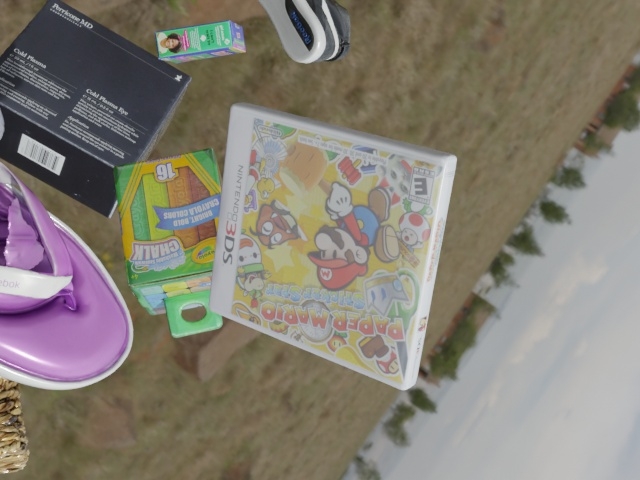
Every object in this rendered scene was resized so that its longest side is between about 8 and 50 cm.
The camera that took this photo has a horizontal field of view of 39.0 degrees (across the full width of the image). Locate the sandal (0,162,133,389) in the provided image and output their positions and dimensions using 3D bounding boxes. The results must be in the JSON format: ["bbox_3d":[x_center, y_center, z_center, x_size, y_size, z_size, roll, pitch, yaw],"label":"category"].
[{"bbox_3d":[-0.324,-0.015,0.831,0.102,0.416,0.169,-15,-148,48],"label":"sandal"}]

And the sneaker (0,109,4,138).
[{"bbox_3d":[-0.569,-0.277,1.449,0.269,0.101,0.153,88,-2,-59],"label":"sneaker"}]

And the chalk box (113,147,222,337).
[{"bbox_3d":[-0.176,0.013,1.150,0.132,0.213,0.132,-12,160,-4],"label":"chalk box"}]

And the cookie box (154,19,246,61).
[{"bbox_3d":[-0.166,-0.276,1.261,0.092,0.107,0.040,-49,131,-80],"label":"cookie box"}]

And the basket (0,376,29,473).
[{"bbox_3d":[-0.577,0.231,1.267,0.299,0.223,0.213,-8,161,-19],"label":"basket"}]

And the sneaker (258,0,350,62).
[{"bbox_3d":[-0.029,-0.333,1.206,0.079,0.217,0.121,-24,175,31],"label":"sneaker"}]

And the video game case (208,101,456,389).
[{"bbox_3d":[0.000,0.000,0.805,0.026,0.227,0.206,-16,119,-54],"label":"video game case"}]

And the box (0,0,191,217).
[{"bbox_3d":[-0.498,-0.277,1.877,0.179,0.343,0.312,-49,-166,52],"label":"box"}]
